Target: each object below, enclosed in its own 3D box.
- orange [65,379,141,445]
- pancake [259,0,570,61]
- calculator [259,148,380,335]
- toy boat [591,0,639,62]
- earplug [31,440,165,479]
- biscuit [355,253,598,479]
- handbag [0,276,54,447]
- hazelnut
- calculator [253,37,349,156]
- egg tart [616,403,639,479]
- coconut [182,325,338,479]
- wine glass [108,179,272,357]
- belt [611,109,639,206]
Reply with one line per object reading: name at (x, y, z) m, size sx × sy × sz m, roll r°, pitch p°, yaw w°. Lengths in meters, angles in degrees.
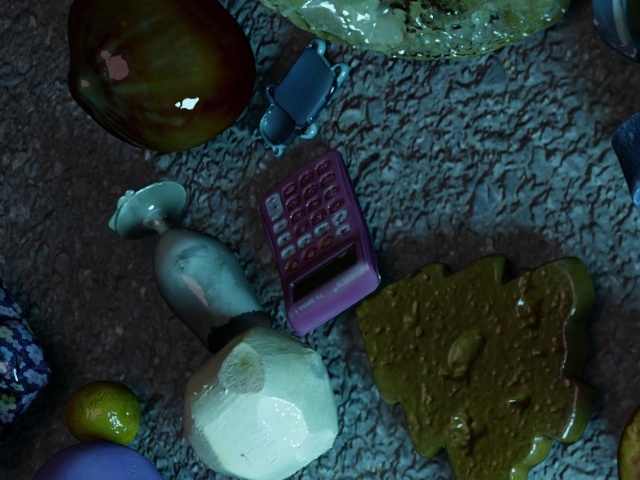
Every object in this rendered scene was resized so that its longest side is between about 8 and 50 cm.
orange at (-0.258, 0.207, 1.996) m, size 0.095 × 0.085 × 0.085 m, roll -6°, pitch 78°, yaw 41°
pancake at (0.087, -0.322, 1.691) m, size 0.387 × 0.387 × 0.082 m, roll -17°, pitch 45°, yaw 32°
calculator at (0.000, 0.000, 1.872) m, size 0.127 × 0.034 × 0.190 m, roll -34°, pitch 53°, yaw 27°
toy boat at (0.333, -0.280, 1.658) m, size 0.102 × 0.088 × 0.215 m, roll 16°, pitch 90°, yaw 33°
earplug at (-0.180, 0.407, 1.838) m, size 0.215 × 0.215 × 0.456 m, roll -51°, pitch 54°, yaw 17°
biscuit at (0.157, 0.118, 1.739) m, size 0.301 × 0.043 × 0.278 m, roll 30°, pitch 101°, yaw 38°
handbag at (-0.438, 0.172, 2.103) m, size 0.228 × 0.127 × 0.208 m, roll 50°, pitch 117°, yaw 30°
hazelnut at (-0.191, -0.201, 1.936) m, size 0.229 × 0.229 × 0.229 m, roll -7°, pitch 78°, yaw 34°
calculator at (-0.025, -0.161, 1.934) m, size 0.141 × 0.019 × 0.094 m, roll -53°, pitch 57°, yaw 18°
egg tart at (0.365, 0.205, 1.512) m, size 0.203 × 0.147 × 0.202 m, roll -6°, pitch 79°, yaw 32°
coconut at (-0.057, 0.175, 1.814) m, size 0.162 × 0.161 × 0.161 m, roll -32°, pitch 65°, yaw 25°
wine glass at (-0.147, 0.032, 1.934) m, size 0.103 × 0.103 × 0.222 m, roll -50°, pitch 58°, yaw 18°
belt at (0.364, -0.091, 1.568) m, size 0.190 × 0.141 × 0.082 m, roll -28°, pitch 65°, yaw 30°
